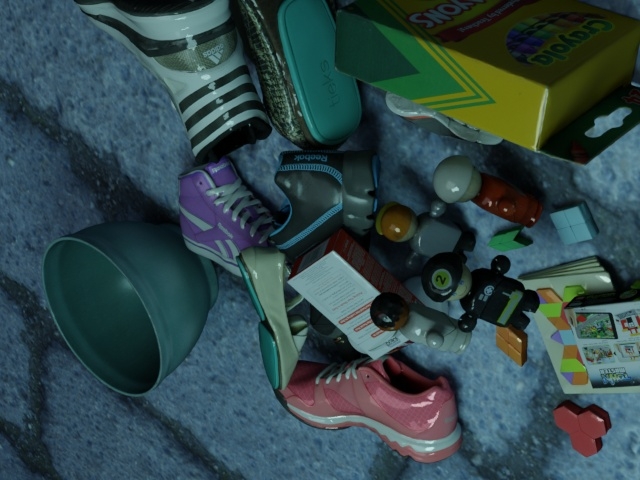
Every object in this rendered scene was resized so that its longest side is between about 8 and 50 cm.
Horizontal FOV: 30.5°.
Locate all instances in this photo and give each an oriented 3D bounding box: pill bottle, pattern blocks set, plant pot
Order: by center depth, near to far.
[{"bbox_3d":[0.332,0.116,1.480,0.325,0.026,0.285,57,141,0],"label":"pattern blocks set"},{"bbox_3d":[0.105,0.111,1.662,0.086,0.086,0.152,57,142,-1],"label":"pill bottle"},{"bbox_3d":[-0.298,0.086,1.969,0.293,0.196,0.293,25,130,33],"label":"plant pot"}]

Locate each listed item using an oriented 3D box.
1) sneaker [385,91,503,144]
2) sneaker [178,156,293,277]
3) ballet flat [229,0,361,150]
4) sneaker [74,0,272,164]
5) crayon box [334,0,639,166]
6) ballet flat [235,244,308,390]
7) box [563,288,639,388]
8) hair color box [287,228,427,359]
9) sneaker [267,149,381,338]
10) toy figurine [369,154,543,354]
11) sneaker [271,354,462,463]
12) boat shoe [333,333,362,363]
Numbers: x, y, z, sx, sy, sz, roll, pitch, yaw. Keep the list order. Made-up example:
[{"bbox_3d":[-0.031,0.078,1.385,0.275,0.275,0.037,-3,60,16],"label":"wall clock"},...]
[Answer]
[{"bbox_3d":[0.160,-0.156,1.461,0.158,0.061,0.065,24,171,18],"label":"sneaker"},{"bbox_3d":[-0.123,-0.041,1.783,0.282,0.102,0.161,16,123,38],"label":"sneaker"},{"bbox_3d":[-0.065,-0.338,1.488,0.182,0.164,0.482,25,136,46],"label":"ballet flat"},{"bbox_3d":[-0.204,-0.237,1.595,0.447,0.169,0.257,41,152,61],"label":"sneaker"},{"bbox_3d":[0.199,-0.201,1.265,0.318,0.202,0.081,27,132,30],"label":"crayon box"},{"bbox_3d":[-0.057,0.111,1.714,0.086,0.086,0.248,18,133,38],"label":"ballet flat"},{"bbox_3d":[0.396,0.111,1.370,0.207,0.036,0.114,-10,108,42],"label":"box"},{"bbox_3d":[0.050,0.072,1.539,0.167,0.053,0.093,43,127,-16],"label":"hair color box"},{"bbox_3d":[0.000,0.000,1.617,0.140,0.125,0.341,7,134,2],"label":"sneaker"},{"bbox_3d":[0.156,0.022,1.435,0.148,0.213,0.209,21,152,-25],"label":"toy figurine"},{"bbox_3d":[0.070,0.214,1.749,0.314,0.116,0.136,14,124,26],"label":"sneaker"},{"bbox_3d":[0.026,0.136,1.795,0.049,0.042,0.133,0,117,41],"label":"boat shoe"}]
